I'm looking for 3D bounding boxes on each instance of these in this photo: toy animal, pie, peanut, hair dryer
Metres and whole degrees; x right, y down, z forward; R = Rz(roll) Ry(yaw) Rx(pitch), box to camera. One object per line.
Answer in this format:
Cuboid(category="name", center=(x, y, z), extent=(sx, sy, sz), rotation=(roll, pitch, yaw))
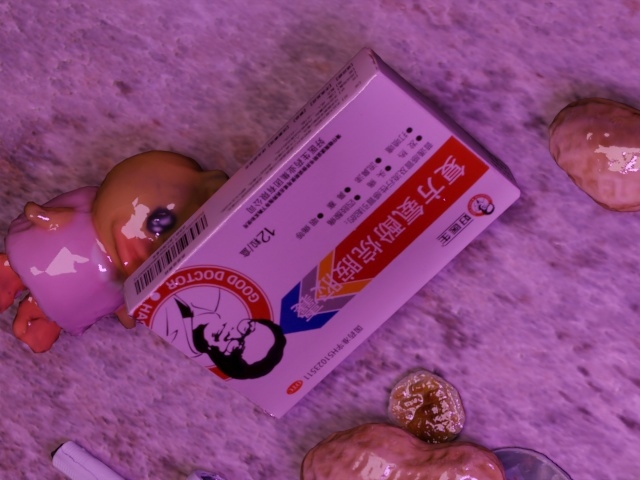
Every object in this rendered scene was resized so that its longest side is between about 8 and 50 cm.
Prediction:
Cuboid(category="toy animal", center=(-0.213, 0.001, 2.082), extent=(0.281, 0.195, 0.169), rotation=(-22, 39, 25))
Cuboid(category="pie", center=(0.107, 0.173, 2.004), extent=(0.084, 0.020, 0.084), rotation=(-1, 87, 23))
Cuboid(category="peanut", center=(0.325, -0.071, 1.886), extent=(0.229, 0.098, 0.103), rotation=(18, 136, 24))
Cuboid(category="hair dryer", center=(-0.195, 0.273, 2.114), extent=(0.236, 0.073, 0.131), rotation=(31, 98, 31))
Cuboid(category="peanut", center=(0.080, 0.235, 1.960), extent=(0.226, 0.095, 0.108), rotation=(4, 114, 30))

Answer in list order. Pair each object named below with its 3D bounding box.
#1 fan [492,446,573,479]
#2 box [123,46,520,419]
Cuboid(category="fan", center=(0.179, 0.359, 1.970), extent=(0.223, 0.012, 0.294), rotation=(35, 101, 20))
Cuboid(category="box", center=(0.000, 0.000, 1.966), extent=(0.353, 0.214, 0.069), rotation=(-43, 30, 17))
